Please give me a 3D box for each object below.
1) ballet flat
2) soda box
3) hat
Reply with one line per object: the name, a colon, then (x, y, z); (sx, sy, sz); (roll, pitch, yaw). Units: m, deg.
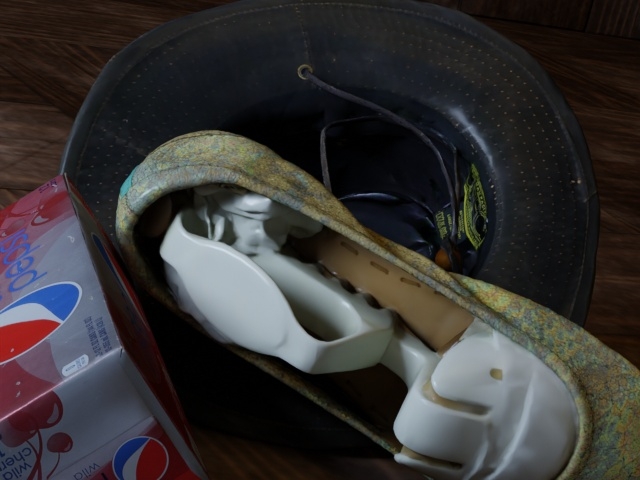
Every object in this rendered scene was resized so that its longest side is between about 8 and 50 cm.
ballet flat: (0.037, 0.060, 1.042); (0.348, 0.123, 0.123); (33, 19, 9)
soda box: (-0.131, 0.058, 0.969); (0.092, 0.083, 0.263); (-31, 22, -1)
hat: (0.000, 0.000, 1.206); (0.331, 0.331, 0.134); (14, -25, -3)
